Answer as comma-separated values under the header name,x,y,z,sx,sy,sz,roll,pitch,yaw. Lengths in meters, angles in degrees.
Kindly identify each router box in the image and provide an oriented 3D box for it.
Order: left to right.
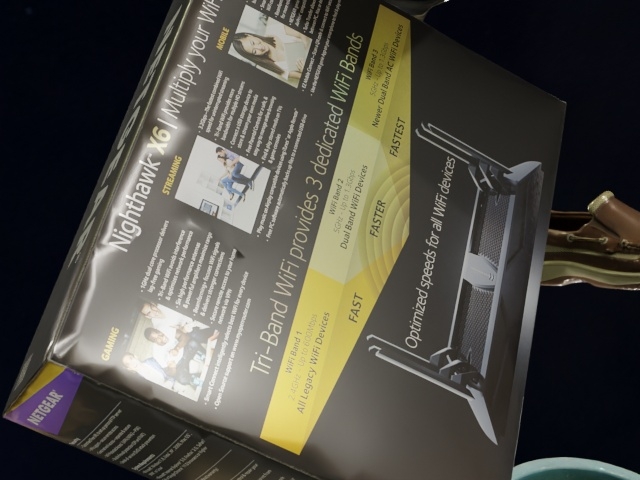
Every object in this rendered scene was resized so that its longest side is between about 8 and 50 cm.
name,x,y,z,sx,sy,sz,roll,pitch,yaw
router box,0.000,0.000,0.692,0.243,0.308,0.081,27,-36,-15

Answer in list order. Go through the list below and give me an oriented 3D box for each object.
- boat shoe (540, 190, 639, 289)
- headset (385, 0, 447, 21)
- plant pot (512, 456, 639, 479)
name,x,y,z,sx,sy,sz,roll,pitch,yaw
boat shoe,0.311,-0.004,1.356,0.257,0.095,0.095,-3,-74,36
headset,0.073,-0.363,1.261,0.185,0.243,0.394,9,-28,-12
plant pot,0.243,0.463,1.331,0.341,0.341,0.334,37,-47,14
